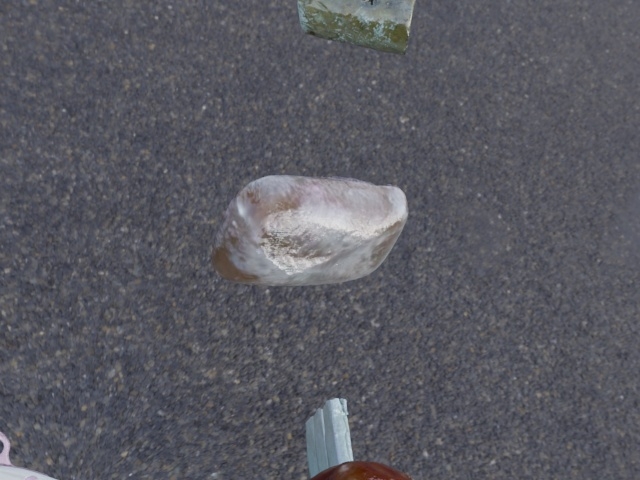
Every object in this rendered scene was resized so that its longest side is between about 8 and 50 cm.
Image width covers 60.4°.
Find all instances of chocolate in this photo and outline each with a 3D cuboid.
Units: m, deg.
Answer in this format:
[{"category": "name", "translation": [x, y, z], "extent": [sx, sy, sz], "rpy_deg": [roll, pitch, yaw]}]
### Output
[{"category": "chocolate", "translation": [0.000, 0.000, 0.826], "extent": [0.303, 0.185, 0.100], "rpy_deg": [-1, 39, -35]}]

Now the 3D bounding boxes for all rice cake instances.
[{"category": "rice cake", "translation": [0.021, 0.396, 0.947], "extent": [0.038, 0.124, 0.211], "rpy_deg": [11, 47, -27]}]

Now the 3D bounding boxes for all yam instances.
[{"category": "yam", "translation": [0.050, -0.361, 0.859], "extent": [0.194, 0.107, 0.107], "rpy_deg": [13, 58, 5]}]

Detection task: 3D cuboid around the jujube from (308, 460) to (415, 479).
[{"category": "jujube", "translation": [0.064, 0.347, 0.540], "extent": [0.255, 0.190, 0.190], "rpy_deg": [49, 56, 3]}]

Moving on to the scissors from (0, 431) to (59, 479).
[{"category": "scissors", "translation": [-0.353, 0.288, 0.658], "extent": [0.176, 0.022, 0.086], "rpy_deg": [28, 68, -19]}]
